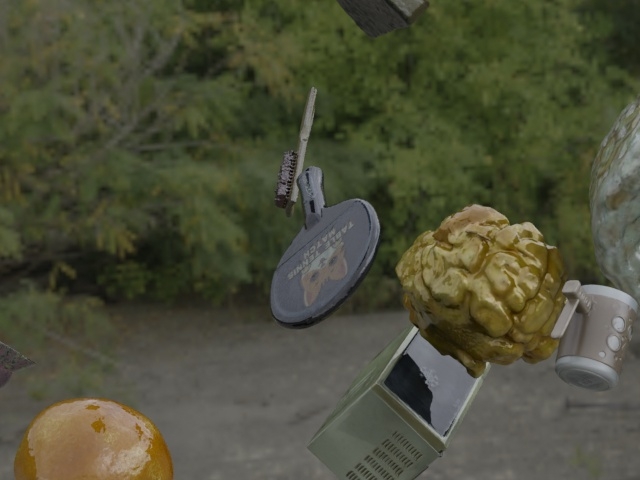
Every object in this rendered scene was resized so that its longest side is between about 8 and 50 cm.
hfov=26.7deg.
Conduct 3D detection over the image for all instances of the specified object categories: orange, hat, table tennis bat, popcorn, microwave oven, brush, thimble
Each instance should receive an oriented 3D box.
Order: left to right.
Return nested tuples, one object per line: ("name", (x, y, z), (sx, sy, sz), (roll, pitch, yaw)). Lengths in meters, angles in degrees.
("hat", (-0.371, 0.148, 1.562), (0.087, 0.042, 0.058), (-10, -38, 45))
("orange", (-0.225, 0.233, 1.330), (0.159, 0.159, 0.136), (-3, 37, 15))
("brush", (-0.036, -0.138, 2.018), (0.036, 0.043, 0.248), (16, 49, -6))
("table tennis bat", (0.000, 0.000, 1.384), (0.150, 0.027, 0.236), (-40, 31, 21))
("brush", (0.090, -0.394, 2.184), (0.059, 0.123, 0.197), (-48, 13, -10))
("microwave oven", (0.113, 0.240, 1.898), (0.194, 0.145, 0.240), (-50, -2, 31))
("popcorn", (0.219, 0.066, 1.775), (0.190, 0.250, 0.250), (-39, 17, -15))
("thimble", (0.466, -0.055, 1.631), (0.291, 0.291, 0.195), (-3, 33, 15))

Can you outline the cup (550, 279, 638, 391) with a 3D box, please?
("cup", (0.294, 0.101, 1.450), (0.074, 0.099, 0.102), (9, -25, 21))
